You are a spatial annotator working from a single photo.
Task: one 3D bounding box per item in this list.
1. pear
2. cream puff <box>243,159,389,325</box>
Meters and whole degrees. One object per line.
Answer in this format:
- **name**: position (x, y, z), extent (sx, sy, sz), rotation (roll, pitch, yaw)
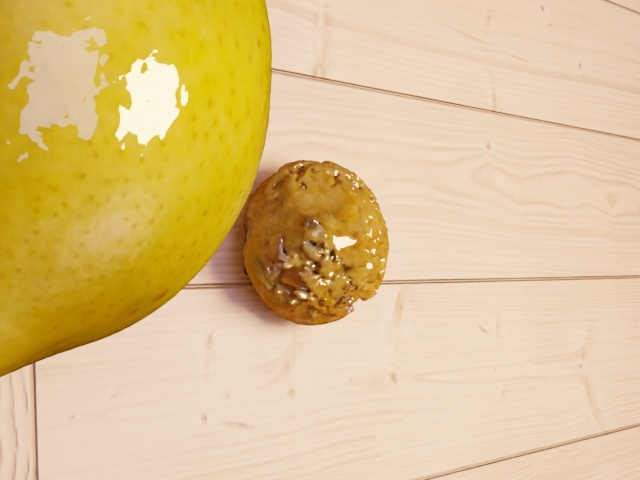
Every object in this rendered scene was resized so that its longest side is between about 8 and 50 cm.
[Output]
- **pear**: position (-0.221, -0.099, 0.587), extent (0.362, 0.362, 0.418), rotation (43, 63, -28)
- **cream puff**: position (0.000, 0.000, 0.905), extent (0.189, 0.129, 0.189), rotation (11, 73, -40)
